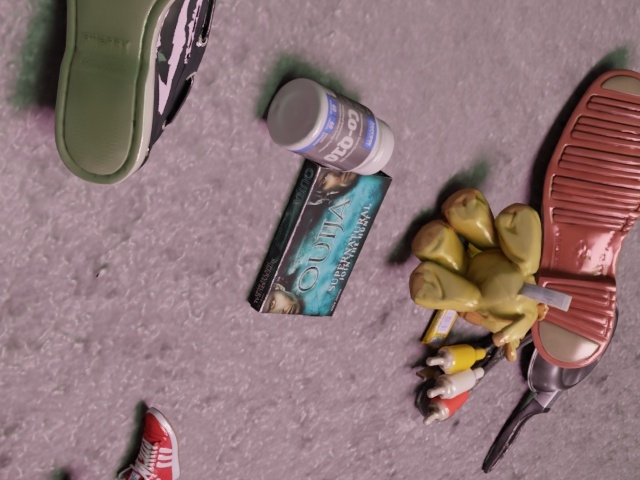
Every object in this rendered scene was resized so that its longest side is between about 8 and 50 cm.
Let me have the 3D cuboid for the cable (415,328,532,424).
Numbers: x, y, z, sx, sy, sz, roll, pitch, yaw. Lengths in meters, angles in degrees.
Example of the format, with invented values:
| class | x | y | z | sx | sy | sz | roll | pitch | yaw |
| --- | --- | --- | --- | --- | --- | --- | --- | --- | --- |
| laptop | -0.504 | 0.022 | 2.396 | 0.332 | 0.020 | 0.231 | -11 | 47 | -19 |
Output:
| class | x | y | z | sx | sy | sz | roll | pitch | yaw |
| --- | --- | --- | --- | --- | --- | --- | --- | --- | --- |
| cable | 0.233 | 0.170 | 1.937 | 0.287 | 0.072 | 0.139 | -20 | 128 | -35 |

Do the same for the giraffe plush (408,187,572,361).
| class | x | y | z | sx | sy | sz | roll | pitch | yaw |
| --- | --- | --- | --- | --- | --- | --- | --- | --- | --- |
| giraffe plush | 0.221 | 0.057 | 1.774 | 0.181 | 0.210 | 0.170 | -51 | 160 | -9 |

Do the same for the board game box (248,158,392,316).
| class | x | y | z | sx | sy | sz | roll | pitch | yaw |
| --- | --- | --- | --- | --- | --- | --- | --- | --- | --- |
| board game box | 0.000 | 0.000 | 1.626 | 0.126 | 0.026 | 0.186 | 5 | 113 | -47 |

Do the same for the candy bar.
| class | x | y | z | sx | sy | sz | roll | pitch | yaw |
| --- | --- | --- | --- | --- | --- | --- | --- | --- | --- |
| candy bar | 0.176 | 0.072 | 1.855 | 0.040 | 0.018 | 0.161 | 12 | 109 | -44 |

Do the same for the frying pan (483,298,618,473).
| class | x | y | z | sx | sy | sz | roll | pitch | yaw |
| --- | --- | --- | --- | --- | --- | --- | --- | --- | --- |
| frying pan | 0.335 | 0.195 | 2.062 | 0.326 | 0.053 | 0.197 | -51 | 149 | -10 |

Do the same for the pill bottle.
| class | x | y | z | sx | sy | sz | roll | pitch | yaw |
| --- | --- | --- | --- | --- | --- | --- | --- | --- | --- |
| pill bottle | 0.014 | -0.118 | 1.516 | 0.137 | 0.078 | 0.078 | 19 | 103 | -49 |

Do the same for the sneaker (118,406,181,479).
| class | x | y | z | sx | sy | sz | roll | pitch | yaw |
| --- | --- | --- | --- | --- | --- | --- | --- | --- | --- |
| sneaker | -0.196 | 0.244 | 1.593 | 0.067 | 0.042 | 0.118 | -33 | 138 | -28 |

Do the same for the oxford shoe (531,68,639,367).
| class | x | y | z | sx | sy | sz | roll | pitch | yaw |
| --- | --- | --- | --- | --- | --- | --- | --- | --- | --- |
| oxford shoe | 0.352 | -0.036 | 1.893 | 0.146 | 0.140 | 0.397 | -63 | 167 | -81 |

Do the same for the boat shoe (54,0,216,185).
| class | x | y | z | sx | sy | sz | roll | pitch | yaw |
| --- | --- | --- | --- | --- | --- | --- | --- | --- | --- |
| boat shoe | -0.149 | -0.219 | 1.265 | 0.113 | 0.127 | 0.340 | -35 | 138 | -66 |
